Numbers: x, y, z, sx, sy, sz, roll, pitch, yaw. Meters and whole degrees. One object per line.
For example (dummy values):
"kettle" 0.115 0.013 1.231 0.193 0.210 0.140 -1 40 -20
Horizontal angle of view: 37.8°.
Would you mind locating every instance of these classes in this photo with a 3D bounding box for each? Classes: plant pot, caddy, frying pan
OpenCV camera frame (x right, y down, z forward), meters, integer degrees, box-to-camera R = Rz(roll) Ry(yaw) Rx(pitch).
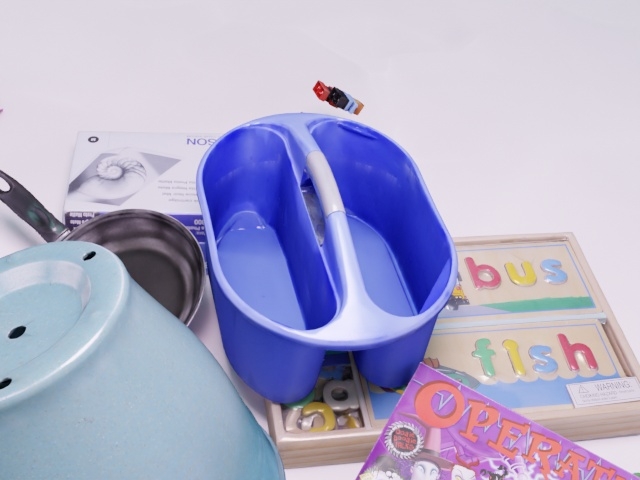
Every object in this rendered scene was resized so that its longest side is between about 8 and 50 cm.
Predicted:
"plant pot" -0.193 0.149 0.750 0.271 0.255 0.272 -13 35 9
"caddy" 0.000 0.000 0.966 0.241 0.179 0.341 -7 46 -12
"frying pan" -0.276 0.041 1.035 0.326 0.053 0.197 14 64 19

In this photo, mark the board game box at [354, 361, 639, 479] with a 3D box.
"board game box" 0.196 0.275 0.838 0.346 0.056 0.208 26 51 12

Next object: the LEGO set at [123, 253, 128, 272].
"LEGO set" -0.233 0.048 1.073 0.054 0.023 0.083 -40 76 -6

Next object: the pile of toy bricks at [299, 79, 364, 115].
"pile of toy bricks" 0.040 -0.116 1.230 0.105 0.118 0.212 22 25 -32

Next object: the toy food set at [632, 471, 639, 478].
"toy food set" 0.322 0.267 0.919 0.082 0.020 0.083 -8 46 -15

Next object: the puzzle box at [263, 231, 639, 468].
"puzzle box" 0.132 0.106 1.038 0.408 0.052 0.272 -4 45 -10

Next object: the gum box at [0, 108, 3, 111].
"gum box" -0.530 -0.218 1.276 0.107 0.062 0.188 -33 56 -33

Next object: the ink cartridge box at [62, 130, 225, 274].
"ink cartridge box" -0.202 -0.053 1.161 0.223 0.045 0.224 0 45 -8
